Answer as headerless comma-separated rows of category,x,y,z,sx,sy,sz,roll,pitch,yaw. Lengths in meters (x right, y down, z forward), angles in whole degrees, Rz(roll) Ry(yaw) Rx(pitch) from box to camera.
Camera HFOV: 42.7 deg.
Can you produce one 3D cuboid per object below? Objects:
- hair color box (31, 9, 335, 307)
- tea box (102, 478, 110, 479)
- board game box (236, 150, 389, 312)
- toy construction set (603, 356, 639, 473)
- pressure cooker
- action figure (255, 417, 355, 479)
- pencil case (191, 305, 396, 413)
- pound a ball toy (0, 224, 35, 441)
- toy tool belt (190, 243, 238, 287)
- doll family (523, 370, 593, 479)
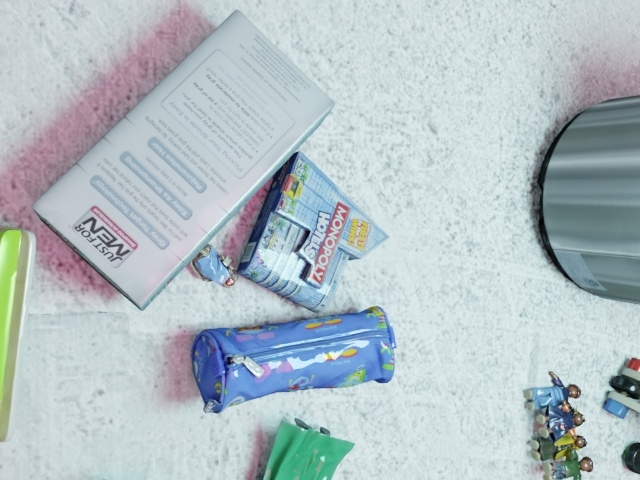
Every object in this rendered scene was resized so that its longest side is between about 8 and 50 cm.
hair color box,-0.176,-0.105,1.095,0.185,0.113,0.374,43,76,-4
tea box,-0.189,0.540,1.073,0.324,0.220,0.329,23,93,-23
board game box,0.000,0.000,1.216,0.194,0.060,0.194,28,71,-25
toy construction set,0.702,0.304,1.460,0.309,0.237,0.257,-39,107,-17
pressure cooker,0.603,-0.057,1.293,0.370,0.420,0.375,8,90,-23
action figure,-0.056,0.386,1.231,0.137,0.063,0.232,26,90,-24
pencil case,-0.034,0.169,1.189,0.306,0.133,0.119,-5,76,-24
pound a ball toy,-0.472,0.087,0.970,0.208,0.136,0.319,4,93,-60
toy tool belt,-0.148,0.040,1.172,0.083,0.051,0.052,46,76,-20
doll family,0.423,0.328,1.431,0.111,0.076,0.193,-6,93,-18
